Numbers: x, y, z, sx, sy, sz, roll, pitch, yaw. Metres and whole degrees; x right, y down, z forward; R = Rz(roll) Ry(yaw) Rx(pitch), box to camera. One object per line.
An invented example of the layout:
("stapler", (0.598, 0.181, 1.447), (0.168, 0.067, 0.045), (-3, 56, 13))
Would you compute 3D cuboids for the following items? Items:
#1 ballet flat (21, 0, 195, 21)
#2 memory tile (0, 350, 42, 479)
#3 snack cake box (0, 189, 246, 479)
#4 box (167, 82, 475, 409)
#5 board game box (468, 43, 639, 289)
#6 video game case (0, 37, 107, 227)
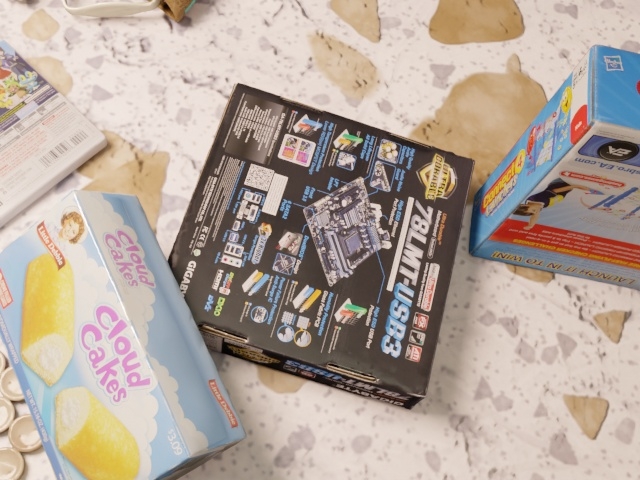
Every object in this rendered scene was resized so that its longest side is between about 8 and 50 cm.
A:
("ballet flat", (-0.309, -0.339, 0.908), (0.342, 0.116, 0.124), (13, 86, -9))
("memory tile", (-0.333, 0.163, 0.736), (0.148, 0.012, 0.113), (28, 66, 2))
("snack cake box", (-0.198, 0.103, 0.703), (0.152, 0.089, 0.264), (-36, 72, 23))
("box", (0.000, 0.000, 0.829), (0.293, 0.073, 0.296), (17, 66, -3))
("board game box", (0.353, -0.047, 0.784), (0.308, 0.302, 0.086), (12, 66, -6))
("video game case", (-0.375, -0.110, 0.836), (0.183, 0.023, 0.201), (43, 68, 8))
